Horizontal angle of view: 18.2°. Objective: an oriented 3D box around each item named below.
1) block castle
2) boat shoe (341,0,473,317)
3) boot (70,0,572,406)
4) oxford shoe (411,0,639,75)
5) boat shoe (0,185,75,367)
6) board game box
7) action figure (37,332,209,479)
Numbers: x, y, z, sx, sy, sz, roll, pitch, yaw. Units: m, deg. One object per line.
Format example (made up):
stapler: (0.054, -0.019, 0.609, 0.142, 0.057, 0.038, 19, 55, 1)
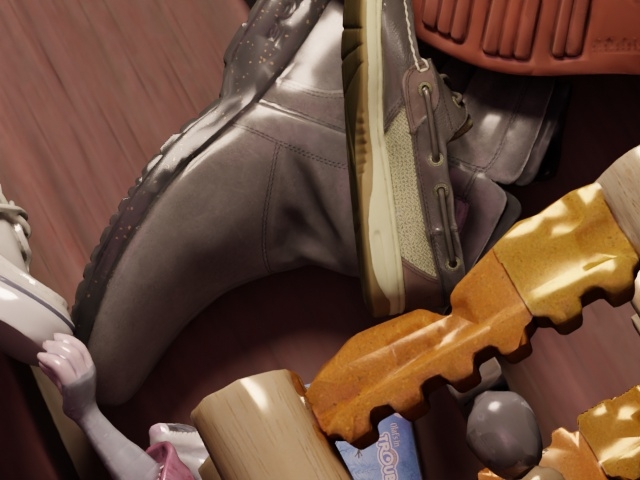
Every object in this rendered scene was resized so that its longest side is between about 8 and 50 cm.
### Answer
block castle: (0.137, 0.158, 1.037, 0.303, 0.453, 0.213, -29, 69, 3)
boat shoe: (0.054, -0.067, 1.195, 0.073, 0.080, 0.223, -2, 86, -7)
boot: (0.000, 0.000, 1.263, 0.223, 0.118, 0.338, 32, 91, 8)
oxford shoe: (0.172, -0.174, 1.251, 0.397, 0.146, 0.140, 19, 110, 8)
boat shoe: (-0.231, -0.004, 1.279, 0.088, 0.096, 0.267, -51, 42, -12)
board game box: (0.017, 0.133, 1.280, 0.090, 0.020, 0.090, -13, 78, 7)
action figure: (-0.107, 0.238, 1.158, 0.276, 0.248, 0.370, 32, 54, 13)
